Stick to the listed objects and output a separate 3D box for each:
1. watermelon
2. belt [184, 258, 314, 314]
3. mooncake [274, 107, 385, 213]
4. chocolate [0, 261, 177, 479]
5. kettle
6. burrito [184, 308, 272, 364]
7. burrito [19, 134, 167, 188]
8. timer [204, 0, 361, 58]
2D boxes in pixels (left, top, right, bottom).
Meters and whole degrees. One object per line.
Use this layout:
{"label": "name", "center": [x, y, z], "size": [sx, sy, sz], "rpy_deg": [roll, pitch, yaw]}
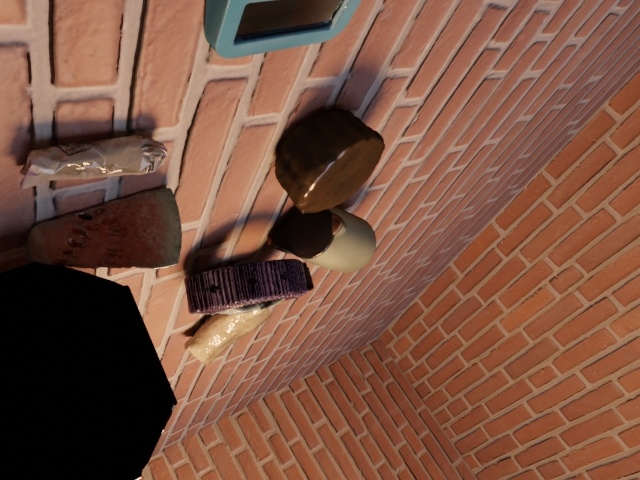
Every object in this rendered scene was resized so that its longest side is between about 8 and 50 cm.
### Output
{"label": "watermelon", "center": [-0.358, 0.003, 0.823], "size": [0.241, 0.154, 0.094], "rpy_deg": [-6, 147, -26]}
{"label": "belt", "center": [-0.178, 0.117, 1.212], "size": [0.260, 0.122, 0.324], "rpy_deg": [-17, 171, 38]}
{"label": "mooncake", "center": [0.016, -0.165, 1.017], "size": [0.228, 0.124, 0.228], "rpy_deg": [-35, 160, -15]}
{"label": "chocolate", "center": [-0.468, 0.251, 0.835], "size": [0.383, 0.384, 0.331], "rpy_deg": [-25, 178, -25]}
{"label": "kettle", "center": [0.000, 0.000, 1.300], "size": [0.240, 0.165, 0.255], "rpy_deg": [-13, 167, 26]}
{"label": "burrito", "center": [-0.263, 0.246, 1.461], "size": [0.299, 0.105, 0.143], "rpy_deg": [-38, 163, 11]}
{"label": "burrito", "center": [-0.319, -0.116, 0.707], "size": [0.203, 0.064, 0.064], "rpy_deg": [-16, 151, -36]}
{"label": "timer", "center": [-0.025, -0.342, 0.637], "size": [0.231, 0.091, 0.250], "rpy_deg": [-24, 159, -28]}
